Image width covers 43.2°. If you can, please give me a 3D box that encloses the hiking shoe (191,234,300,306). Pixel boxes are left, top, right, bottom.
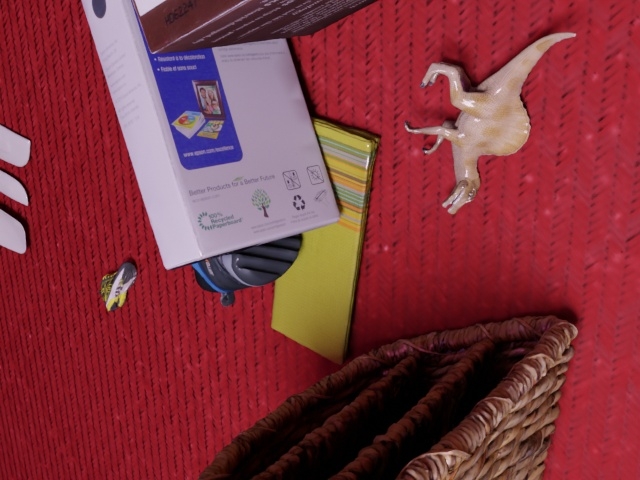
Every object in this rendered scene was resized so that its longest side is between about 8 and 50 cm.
[{"bbox_3d":[-0.138,-0.083,0.796,0.132,0.113,0.304,-28,83,50],"label":"hiking shoe"}]

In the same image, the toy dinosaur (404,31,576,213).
[{"bbox_3d":[0.126,-0.108,0.634,0.092,0.053,0.183,30,131,7],"label":"toy dinosaur"}]

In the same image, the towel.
[{"bbox_3d":[0.000,0.000,0.782,0.102,0.021,0.237,25,121,35],"label":"towel"}]

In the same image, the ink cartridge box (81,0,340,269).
[{"bbox_3d":[-0.101,-0.154,0.692,0.065,0.165,0.333,-16,89,47],"label":"ink cartridge box"}]

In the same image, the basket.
[{"bbox_3d":[0.037,0.166,0.630,0.213,0.299,0.223,22,121,31],"label":"basket"}]

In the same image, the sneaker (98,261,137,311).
[{"bbox_3d":[-0.251,0.052,0.983,0.035,0.031,0.083,45,128,16],"label":"sneaker"}]

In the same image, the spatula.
[{"bbox_3d":[-0.478,-0.095,1.111,0.242,0.019,0.168,24,121,28],"label":"spatula"}]

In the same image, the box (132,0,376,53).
[{"bbox_3d":[-0.031,-0.251,0.590,0.167,0.203,0.169,-16,97,40],"label":"box"}]
